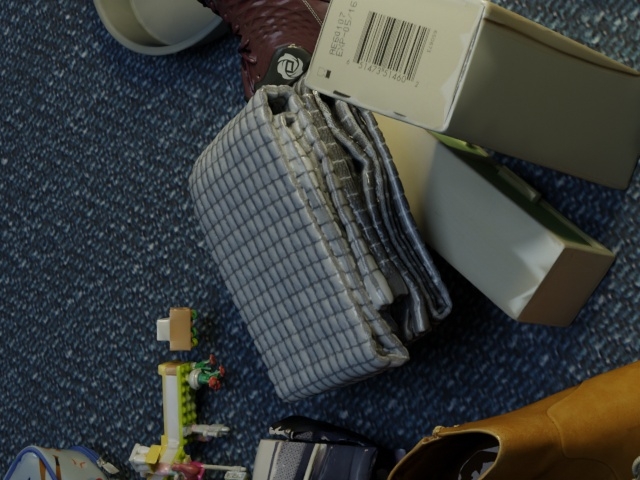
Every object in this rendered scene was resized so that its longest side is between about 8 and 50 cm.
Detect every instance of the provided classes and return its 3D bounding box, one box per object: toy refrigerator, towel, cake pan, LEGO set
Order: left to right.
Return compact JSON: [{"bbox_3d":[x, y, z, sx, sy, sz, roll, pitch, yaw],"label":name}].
[{"bbox_3d":[-0.160,-0.360,1.670,0.293,0.054,0.293,-6,80,38],"label":"cake pan"},{"bbox_3d":[-0.138,0.216,1.541,0.107,0.132,0.287,1,60,22],"label":"LEGO set"},{"bbox_3d":[0.000,0.000,1.359,0.283,0.121,0.235,64,150,5],"label":"towel"},{"bbox_3d":[0.146,-0.036,1.345,0.269,0.102,0.094,43,110,35],"label":"toy refrigerator"}]

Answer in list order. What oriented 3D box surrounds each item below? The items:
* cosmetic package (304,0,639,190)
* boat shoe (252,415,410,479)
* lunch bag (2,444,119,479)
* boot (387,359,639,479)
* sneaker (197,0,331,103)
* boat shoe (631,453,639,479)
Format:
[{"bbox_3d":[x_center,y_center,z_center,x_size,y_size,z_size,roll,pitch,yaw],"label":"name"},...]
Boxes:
[{"bbox_3d":[0.151,-0.136,1.223,0.160,0.309,0.113,24,99,38],"label":"cosmetic package"},{"bbox_3d":[0.003,0.348,1.386,0.158,0.127,0.340,-3,81,46],"label":"boat shoe"},{"bbox_3d":[-0.324,0.395,1.659,0.243,0.115,0.303,47,113,36],"label":"lunch bag"},{"bbox_3d":[0.215,0.169,1.189,0.295,0.211,0.104,-34,65,30],"label":"boot"},{"bbox_3d":[-0.097,-0.236,1.524,0.281,0.106,0.162,15,105,12],"label":"sneaker"},{"bbox_3d":[0.319,0.223,1.132,0.355,0.132,0.130,-39,37,1],"label":"boat shoe"}]
